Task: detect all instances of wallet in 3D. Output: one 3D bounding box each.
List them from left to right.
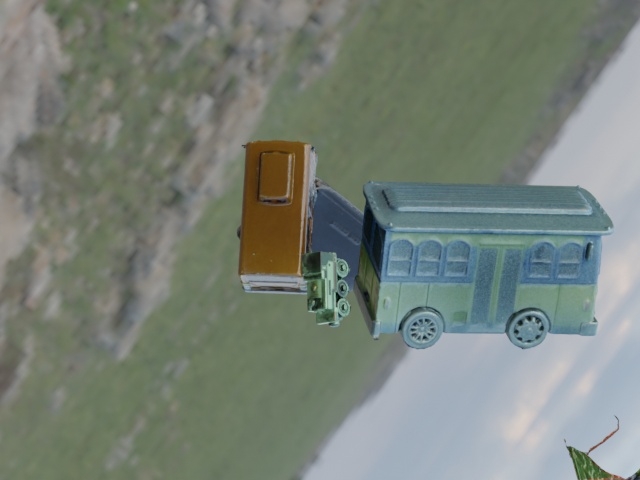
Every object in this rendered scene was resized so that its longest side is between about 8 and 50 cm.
[{"bbox_3d":[0.000,0.000,2.577,0.149,0.044,0.250,-35,139,14],"label":"wallet"}]

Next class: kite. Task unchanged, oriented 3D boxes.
[{"bbox_3d":[0.397,0.291,2.246,0.244,0.198,0.006,-40,155,-38],"label":"kite"}]

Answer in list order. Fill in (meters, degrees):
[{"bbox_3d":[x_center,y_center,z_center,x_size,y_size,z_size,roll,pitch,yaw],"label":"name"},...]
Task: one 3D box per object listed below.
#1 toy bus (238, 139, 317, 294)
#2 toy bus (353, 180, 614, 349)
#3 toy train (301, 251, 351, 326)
[{"bbox_3d":[-0.058,-0.037,2.393,0.114,0.098,0.201,74,19,-75],"label":"toy bus"},{"bbox_3d":[0.208,0.027,2.346,0.152,0.312,0.190,-111,-156,-64],"label":"toy bus"},{"bbox_3d":[0.006,0.053,1.983,0.033,0.083,0.053,-11,165,42],"label":"toy train"}]
